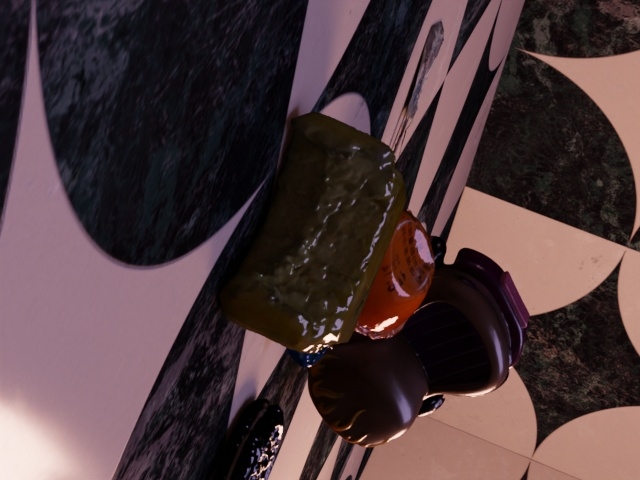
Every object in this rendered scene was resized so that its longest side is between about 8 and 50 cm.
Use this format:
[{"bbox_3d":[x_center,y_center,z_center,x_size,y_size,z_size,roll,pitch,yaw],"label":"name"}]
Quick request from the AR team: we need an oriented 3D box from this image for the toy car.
[{"bbox_3d":[0.135,0.168,1.935,0.271,0.341,0.240,61,25,-15],"label":"toy car"}]

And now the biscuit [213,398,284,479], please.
[{"bbox_3d":[-0.099,0.298,1.692,0.194,0.053,0.194,21,90,-80],"label":"biscuit"}]

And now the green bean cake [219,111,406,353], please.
[{"bbox_3d":[0.000,0.000,1.376,0.233,0.124,0.236,40,72,-80],"label":"green bean cake"}]

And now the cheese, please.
[{"bbox_3d":[0.053,0.052,1.748,0.329,0.129,0.217,-39,115,-47],"label":"cheese"}]

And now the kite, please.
[{"bbox_3d":[0.148,-0.206,2.083,0.169,0.015,0.309,-31,141,-76],"label":"kite"}]
